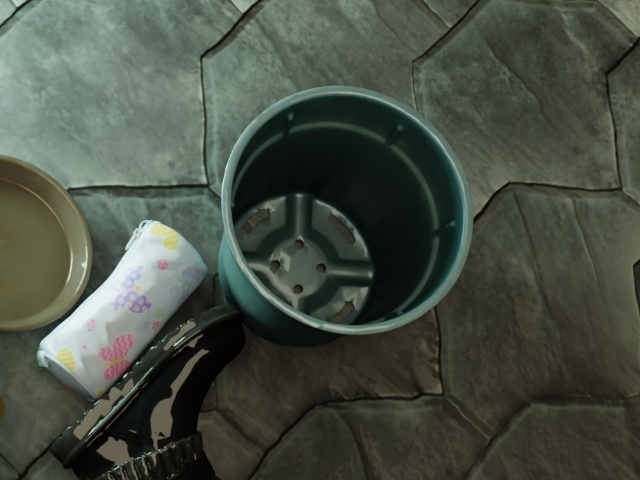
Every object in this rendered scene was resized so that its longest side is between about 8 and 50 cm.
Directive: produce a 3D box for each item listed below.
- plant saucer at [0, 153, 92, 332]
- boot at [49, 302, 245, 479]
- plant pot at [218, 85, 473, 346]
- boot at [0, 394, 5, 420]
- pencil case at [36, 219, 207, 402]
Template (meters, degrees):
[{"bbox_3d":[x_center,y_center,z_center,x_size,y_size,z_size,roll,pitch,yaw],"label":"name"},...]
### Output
[{"bbox_3d":[-0.462,0.005,1.816,0.277,0.041,0.278,16,58,-28],"label":"plant saucer"},{"bbox_3d":[-0.177,0.284,1.796,0.348,0.131,0.260,-43,81,-10],"label":"boot"},{"bbox_3d":[0.000,0.000,1.816,0.341,0.334,0.341,4,73,-13],"label":"plant pot"},{"bbox_3d":[-0.519,0.205,1.720,0.213,0.165,0.077,29,64,2],"label":"boot"},{"bbox_3d":[-0.284,0.100,1.830,0.273,0.113,0.124,-52,131,-19],"label":"pencil case"}]
